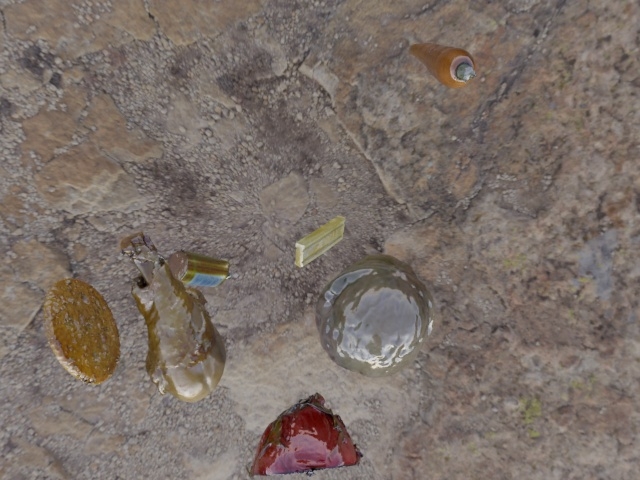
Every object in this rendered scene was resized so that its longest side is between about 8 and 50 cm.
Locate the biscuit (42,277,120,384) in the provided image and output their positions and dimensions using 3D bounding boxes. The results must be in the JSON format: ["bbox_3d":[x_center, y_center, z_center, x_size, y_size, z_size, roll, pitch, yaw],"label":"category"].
[{"bbox_3d":[-0.537,0.203,0.977,0.035,0.254,0.254,-22,96,0],"label":"biscuit"}]

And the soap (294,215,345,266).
[{"bbox_3d":[0.001,0.000,1.483,0.037,0.252,0.092,24,128,28],"label":"soap"}]

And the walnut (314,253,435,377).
[{"bbox_3d":[0.112,0.148,0.867,0.248,0.248,0.249,0,93,-7],"label":"walnut"}]

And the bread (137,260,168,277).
[{"bbox_3d":[-0.504,0.097,1.287,0.110,0.066,0.060,-41,88,22],"label":"bread"}]

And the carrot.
[{"bbox_3d":[0.236,-0.359,0.850,0.069,0.336,0.069,-2,121,-4],"label":"carrot"}]

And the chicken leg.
[{"bbox_3d":[-0.354,0.164,1.022,0.181,0.295,0.410,-21,107,4],"label":"chicken leg"}]

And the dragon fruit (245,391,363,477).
[{"bbox_3d":[-0.035,0.393,0.873,0.218,0.223,0.148,9,62,-32],"label":"dragon fruit"}]

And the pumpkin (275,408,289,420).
[{"bbox_3d":[-0.072,0.735,1.598,0.232,0.233,0.163,15,109,-7],"label":"pumpkin"}]

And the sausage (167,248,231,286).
[{"bbox_3d":[-0.443,0.113,1.632,0.117,0.317,0.125,-3,79,27],"label":"sausage"}]
